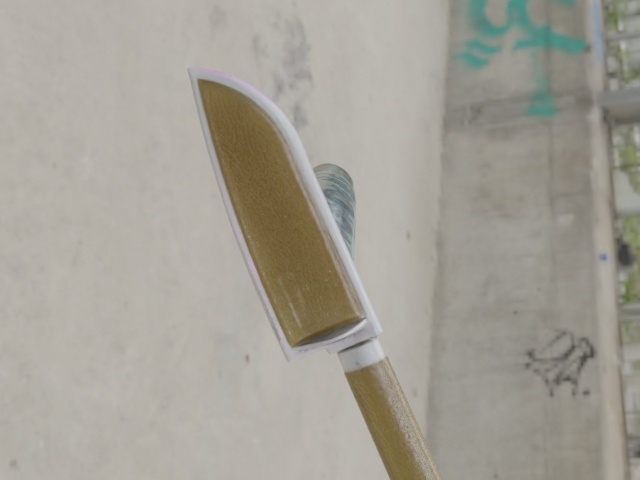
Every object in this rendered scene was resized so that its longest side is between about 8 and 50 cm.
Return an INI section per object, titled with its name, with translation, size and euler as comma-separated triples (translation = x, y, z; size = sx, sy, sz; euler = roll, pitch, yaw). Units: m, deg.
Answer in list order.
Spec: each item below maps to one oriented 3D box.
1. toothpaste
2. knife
[toothpaste]
translation = 0.000, 0.000, 0.679
size = 0.062, 0.039, 0.239
euler = 40, 16, -10
[knife]
translation = 0.002, 0.038, 0.500
size = 0.256, 0.046, 0.022
euler = 66, 14, -5
